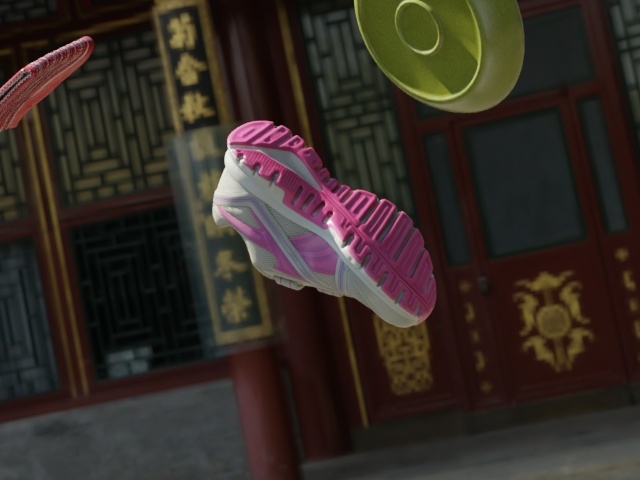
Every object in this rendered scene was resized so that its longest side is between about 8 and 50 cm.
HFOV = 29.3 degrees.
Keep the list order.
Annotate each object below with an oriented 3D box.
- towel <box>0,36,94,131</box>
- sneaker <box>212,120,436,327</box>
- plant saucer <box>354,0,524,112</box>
[{"bbox_3d":[-0.416,-0.195,1.687,0.199,0.031,0.275,-40,9,16],"label":"towel"},{"bbox_3d":[0.000,0.000,1.180,0.103,0.252,0.111,-40,-12,-48],"label":"sneaker"},{"bbox_3d":[0.120,-0.244,1.374,0.037,0.241,0.241,-35,10,-32],"label":"plant saucer"}]
